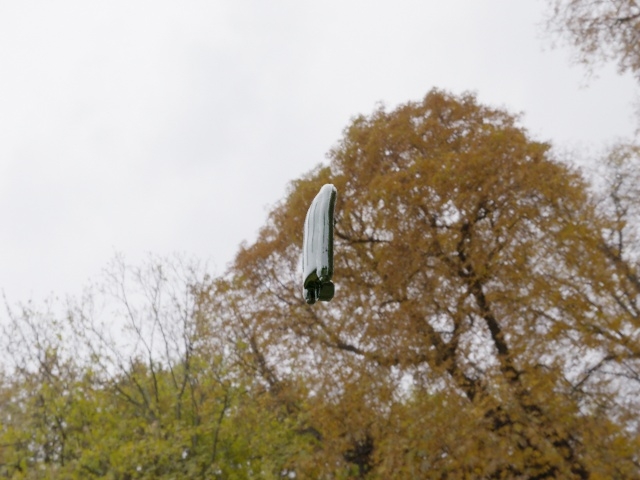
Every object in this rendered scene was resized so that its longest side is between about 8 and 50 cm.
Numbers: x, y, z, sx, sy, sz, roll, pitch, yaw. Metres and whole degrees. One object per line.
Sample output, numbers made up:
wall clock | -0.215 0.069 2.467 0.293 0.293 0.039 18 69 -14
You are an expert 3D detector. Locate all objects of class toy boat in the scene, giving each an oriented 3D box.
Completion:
toy boat | 0.000 0.000 0.943 0.052 0.210 0.104 11 -35 -10
